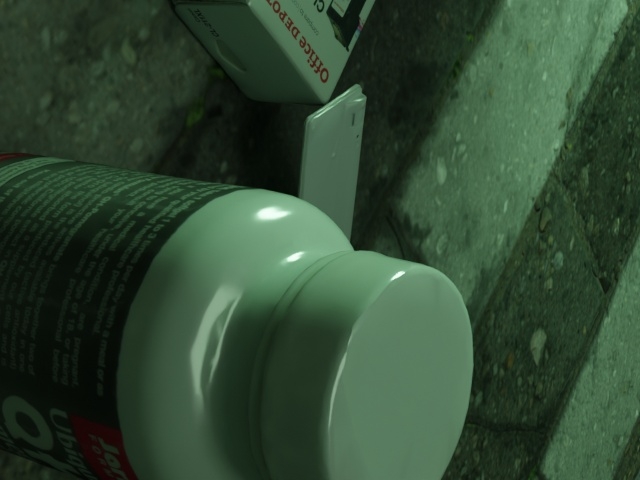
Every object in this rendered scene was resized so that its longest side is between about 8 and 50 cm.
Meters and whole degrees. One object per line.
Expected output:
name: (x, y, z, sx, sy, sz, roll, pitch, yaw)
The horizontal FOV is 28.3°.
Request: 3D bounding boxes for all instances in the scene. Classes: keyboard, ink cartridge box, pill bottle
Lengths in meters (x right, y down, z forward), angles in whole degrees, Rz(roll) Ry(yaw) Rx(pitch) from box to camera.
keyboard: (0.000, 0.000, 1.008, 0.072, 0.014, 0.256, -33, 140, -40)
ink cartridge box: (-0.017, -0.205, 0.939, 0.127, 0.072, 0.175, 48, 59, -49)
pill bottle: (-0.085, 0.052, 0.692, 0.176, 0.319, 0.176, -17, 111, -51)
